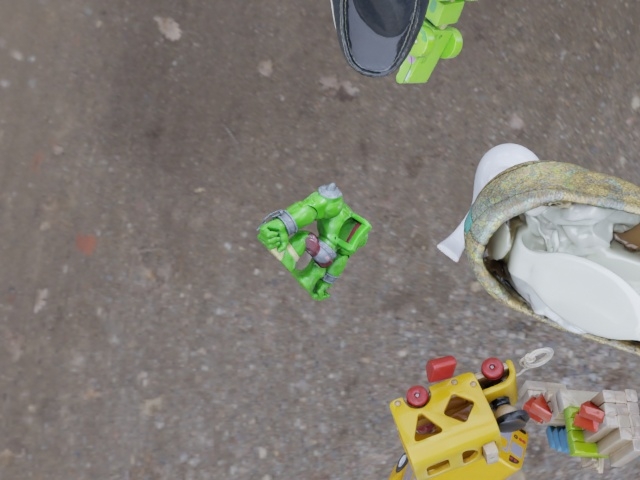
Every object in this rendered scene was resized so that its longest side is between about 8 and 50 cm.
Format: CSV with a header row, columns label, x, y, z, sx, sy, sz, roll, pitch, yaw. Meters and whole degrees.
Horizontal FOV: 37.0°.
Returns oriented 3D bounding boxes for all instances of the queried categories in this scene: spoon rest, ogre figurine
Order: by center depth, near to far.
label,x,y,z,sx,sy,sz,roll,pitch,yaw
ogre figurine,0.000,0.000,1.243,0.118,0.197,0.097,-44,36,-4
spoon rest,0.350,-0.081,1.990,0.137,0.084,0.276,40,113,6

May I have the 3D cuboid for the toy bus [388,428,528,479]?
label,x,y,z,sx,sy,sz,roll,pitch,yaw
toy bus,0.249,0.432,1.812,0.108,0.130,0.332,34,132,-7

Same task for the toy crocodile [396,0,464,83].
label,x,y,z,sx,sy,sz,roll,pitch,yaw
toy crocodile,0.237,-0.461,1.911,0.105,0.115,0.340,49,134,31

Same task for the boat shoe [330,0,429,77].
label,x,y,z,sx,sy,sz,roll,pitch,yaw
boat shoe,0.045,-0.218,0.690,0.084,0.079,0.233,10,129,3

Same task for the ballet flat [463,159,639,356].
label,x,y,z,sx,sy,sz,roll,pitch,yaw
ballet flat,0.248,0.045,0.580,0.349,0.123,0.123,21,92,20

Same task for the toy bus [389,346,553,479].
label,x,y,z,sx,sy,sz,roll,pitch,yaw
toy bus,0.188,0.226,1.186,0.202,0.191,0.104,-51,45,35

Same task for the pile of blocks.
label,x,y,z,sx,sy,sz,roll,pitch,yaw
pile of blocks,0.432,0.328,1.697,0.113,0.362,0.148,7,83,-11
